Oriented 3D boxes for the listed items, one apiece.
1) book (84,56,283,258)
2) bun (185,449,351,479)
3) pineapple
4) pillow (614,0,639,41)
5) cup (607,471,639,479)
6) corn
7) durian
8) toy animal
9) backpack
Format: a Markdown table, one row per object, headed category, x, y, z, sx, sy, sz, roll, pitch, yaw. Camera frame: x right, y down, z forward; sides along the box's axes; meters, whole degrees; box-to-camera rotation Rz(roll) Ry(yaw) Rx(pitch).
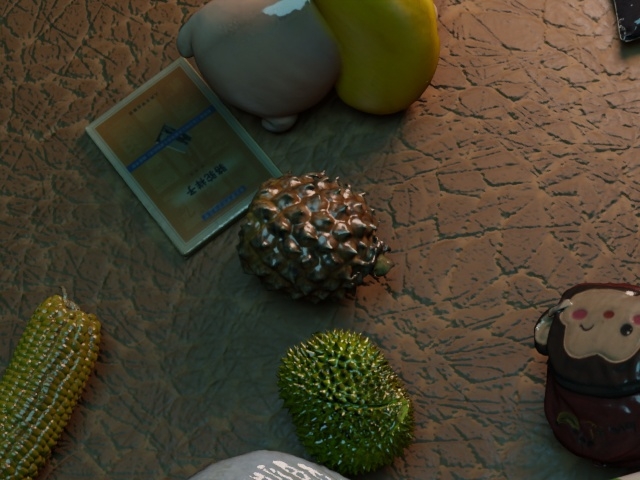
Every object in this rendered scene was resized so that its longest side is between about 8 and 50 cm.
| category | x | y | z | sx | sy | sz | roll | pitch | yaw |
| --- | --- | --- | --- | --- | --- | --- | --- | --- | --- |
| book | -0.180 | -0.113 | 2.170 | 0.170 | 0.018 | 0.242 | -38 | 68 | -7 |
| bun | -0.050 | 0.402 | 1.810 | 0.354 | 0.194 | 0.354 | 10 | 39 | -9 |
| pineapple | 0.000 | 0.000 | 2.028 | 0.193 | 0.166 | 0.166 | 21 | 73 | 7 |
| pillow | 0.432 | -0.364 | 2.152 | 0.141 | 0.055 | 0.208 | -18 | 66 | 9 |
| cup | 0.276 | 0.380 | 1.790 | 0.274 | 0.253 | 0.253 | -20 | 67 | -6 |
| corn | -0.353 | 0.202 | 2.029 | 0.101 | 0.101 | 0.310 | 17 | 72 | 15 |
| durian | 0.023 | 0.186 | 1.942 | 0.146 | 0.159 | 0.198 | -39 | 67 | -7 |
| toy animal | 0.015 | -0.301 | 2.124 | 0.345 | 0.277 | 0.247 | -30 | 43 | 31 |
| backpack | 0.349 | 0.158 | 1.902 | 0.229 | 0.139 | 0.229 | -22 | 55 | 35 |
